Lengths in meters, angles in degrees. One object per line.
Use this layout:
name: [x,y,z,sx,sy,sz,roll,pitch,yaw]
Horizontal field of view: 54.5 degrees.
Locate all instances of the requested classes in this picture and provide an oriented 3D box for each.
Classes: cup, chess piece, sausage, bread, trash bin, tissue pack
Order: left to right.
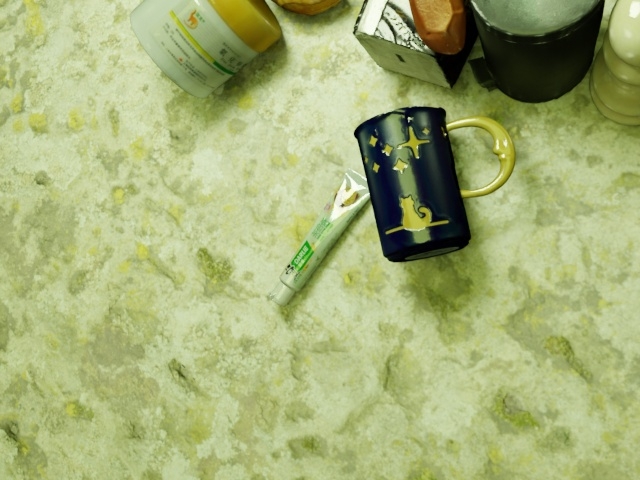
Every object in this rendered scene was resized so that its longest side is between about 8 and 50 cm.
bread: [-0.066,-0.564,1.321,0.134,0.129,0.260,-42,69,14]
cup: [0.199,-0.108,1.116,0.255,0.178,0.256,-22,77,47]
sausage: [0.185,-0.389,1.003,0.089,0.089,0.179,-18,92,20]
tissue pack: [0.220,-0.490,1.152,0.198,0.210,0.369,26,95,18]
trash bin: [0.363,-0.370,1.030,0.252,0.301,0.202,-20,76,16]
chess piece: [0.501,-0.296,0.964,0.167,0.300,0.166,-3,83,24]

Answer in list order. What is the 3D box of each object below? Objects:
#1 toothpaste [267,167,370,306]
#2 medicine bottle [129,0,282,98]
toothpaste: [0.000,0.000,1.276,0.058,0.056,0.314,33,95,-18]
medicine bottle: [-0.240,-0.461,1.320,0.232,0.238,0.237,-36,72,17]
